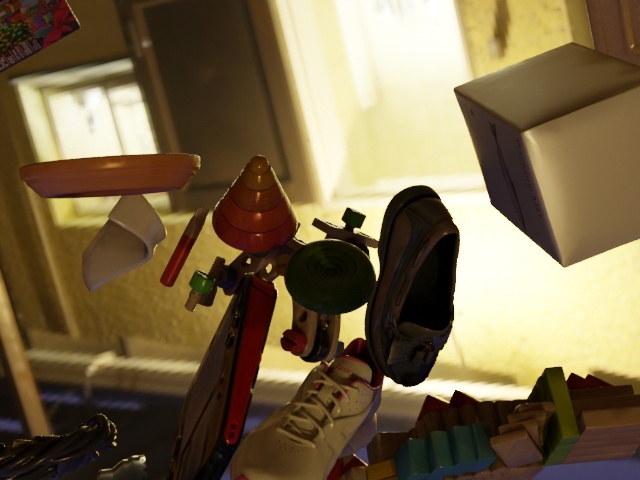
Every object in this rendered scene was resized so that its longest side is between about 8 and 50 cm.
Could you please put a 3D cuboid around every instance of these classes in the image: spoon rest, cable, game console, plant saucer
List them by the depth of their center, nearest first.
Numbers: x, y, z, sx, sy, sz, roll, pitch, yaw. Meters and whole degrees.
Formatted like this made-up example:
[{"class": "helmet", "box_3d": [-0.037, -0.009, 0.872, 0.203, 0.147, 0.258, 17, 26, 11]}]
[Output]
[{"class": "cable", "box_3d": [-0.246, 0.181, 1.125, 0.151, 0.047, 0.184, -19, 169, -7]}, {"class": "plant saucer", "box_3d": [-0.233, -0.070, 1.477, 0.200, 0.037, 0.200, -5, 180, 0]}, {"class": "spoon rest", "box_3d": [-0.275, 0.003, 1.874, 0.137, 0.084, 0.276, -56, -174, -21]}, {"class": "game console", "box_3d": [-0.166, 0.266, 1.955, 0.060, 0.386, 0.342, 21, -137, -7]}]

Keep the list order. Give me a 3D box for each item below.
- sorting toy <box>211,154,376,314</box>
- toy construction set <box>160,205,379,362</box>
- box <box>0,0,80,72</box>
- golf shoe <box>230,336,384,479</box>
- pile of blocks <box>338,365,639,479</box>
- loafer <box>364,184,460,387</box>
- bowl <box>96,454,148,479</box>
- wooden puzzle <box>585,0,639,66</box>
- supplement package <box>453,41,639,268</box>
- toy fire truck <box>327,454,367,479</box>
[{"class": "sorting toy", "box_3d": [0.000, 0.000, 1.772, 0.365, 0.126, 0.127, 38, -126, 27]}, {"class": "toy construction set", "box_3d": [-0.060, 0.021, 2.053, 0.309, 0.237, 0.257, 21, -164, -23]}, {"class": "box", "box_3d": [-0.420, -0.287, 1.595, 0.201, 0.057, 0.293, -30, 165, -4]}, {"class": "golf shoe", "box_3d": [-0.009, 0.205, 1.542, 0.115, 0.140, 0.306, 25, -157, 14]}, {"class": "pile of blocks", "box_3d": [0.182, 0.202, 1.469, 0.362, 0.112, 0.149, -16, 149, 11]}, {"class": "loafer", "box_3d": [0.108, 0.069, 1.473, 0.096, 0.267, 0.084, -18, -141, -23]}, {"class": "bowl", "box_3d": [-0.264, 0.506, 1.898, 0.077, 0.391, 0.391, -7, -168, -10]}, {"class": "wooden puzzle", "box_3d": [0.452, -0.206, 1.381, 0.322, 0.348, 0.080, -3, -155, 26]}, {"class": "supplement package", "box_3d": [0.178, -0.067, 0.952, 0.105, 0.105, 0.179, -21, -163, -3]}, {"class": "toy fire truck", "box_3d": [0.001, 0.450, 1.974, 0.254, 0.169, 0.302, 32, -121, 33]}]
